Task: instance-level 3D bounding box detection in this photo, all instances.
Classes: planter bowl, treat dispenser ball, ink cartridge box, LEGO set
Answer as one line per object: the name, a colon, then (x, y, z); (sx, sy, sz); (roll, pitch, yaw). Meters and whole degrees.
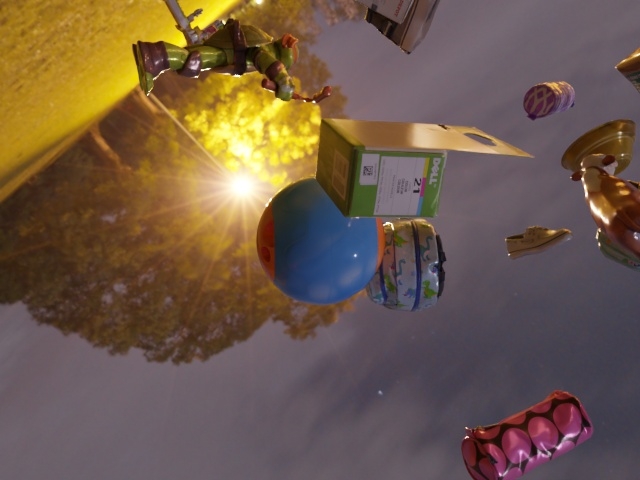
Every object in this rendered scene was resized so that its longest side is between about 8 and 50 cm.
planter bowl: (0.802, -0.234, 1.660); (0.217, 0.217, 0.090); (-33, -121, 24)
treat dispenser ball: (0.000, 0.000, 1.317); (0.288, 0.288, 0.288); (-36, -157, 18)
ink cartridge box: (0.109, -0.463, 1.039); (0.056, 0.135, 0.099); (-61, 179, -31)
LEGO set: (-0.298, -0.549, 1.447); (0.107, 0.287, 0.132); (-35, -175, -9)
ink cartridge box: (0.138, -0.106, 0.843); (0.189, 0.255, 0.097); (-120, -147, -64)

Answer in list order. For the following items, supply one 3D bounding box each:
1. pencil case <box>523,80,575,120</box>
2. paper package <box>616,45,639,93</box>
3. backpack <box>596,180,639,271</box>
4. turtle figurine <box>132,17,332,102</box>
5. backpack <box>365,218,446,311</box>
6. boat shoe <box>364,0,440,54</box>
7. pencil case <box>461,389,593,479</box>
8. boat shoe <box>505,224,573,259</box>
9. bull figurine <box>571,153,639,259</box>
pencil case: (0.584, -0.360, 1.508); (0.206, 0.086, 0.088); (-20, 147, -51)
paper package: (0.844, -0.419, 1.208); (0.309, 0.168, 0.325); (-38, -175, 0)
backpack: (0.857, -0.027, 1.565); (0.253, 0.225, 0.191); (-36, 147, -49)
turtle figurine: (-0.110, -0.222, 0.717); (0.217, 0.087, 0.269); (-11, -146, -19)
backpack: (0.224, 0.067, 1.597); (0.355, 0.273, 0.291); (-171, -96, -76)
boat shoe: (0.205, -0.595, 1.350); (0.127, 0.158, 0.341); (-50, 171, -32)
pencil case: (0.329, 0.311, 0.942); (0.209, 0.098, 0.095); (-17, 169, -22)
boat shoe: (0.616, -0.004, 1.701); (0.083, 0.076, 0.226); (-24, 177, -34)
bull figurine: (0.584, -0.056, 1.129); (0.101, 0.188, 0.310); (-46, -171, 30)
